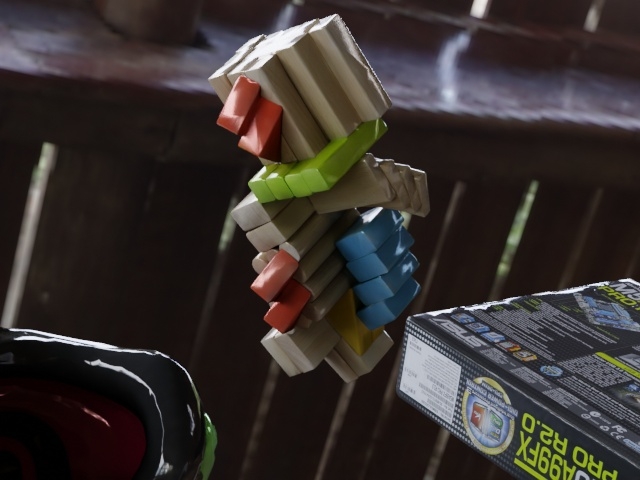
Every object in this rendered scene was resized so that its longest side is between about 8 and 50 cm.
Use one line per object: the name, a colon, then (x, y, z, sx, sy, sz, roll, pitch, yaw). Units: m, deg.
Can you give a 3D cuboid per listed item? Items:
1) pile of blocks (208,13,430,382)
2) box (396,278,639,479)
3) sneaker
pile of blocks: (0.000, 0.000, 1.201, 0.149, 0.362, 0.112, 16, 47, 33)
box: (0.213, 0.111, 0.959, 0.216, 0.060, 0.270, -7, 25, -36)
sneaker: (-0.274, 0.110, 0.696, 0.482, 0.202, 0.185, -9, 72, -26)
